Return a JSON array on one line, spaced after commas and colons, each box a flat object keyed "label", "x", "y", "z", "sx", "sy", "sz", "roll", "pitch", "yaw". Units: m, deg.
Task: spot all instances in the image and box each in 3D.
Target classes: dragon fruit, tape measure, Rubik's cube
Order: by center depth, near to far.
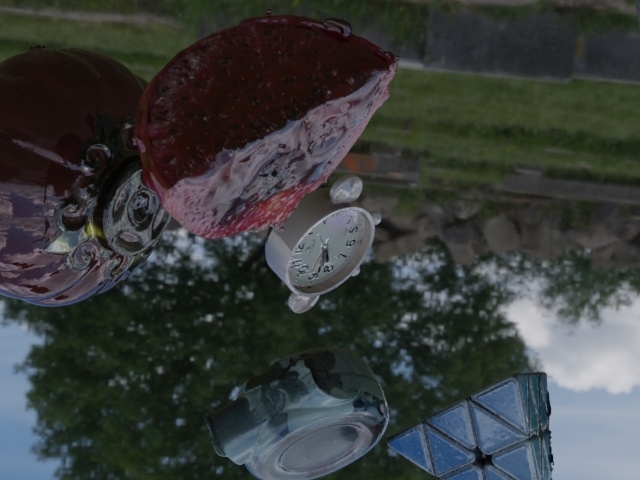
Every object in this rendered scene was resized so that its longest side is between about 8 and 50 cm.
[{"label": "dragon fruit", "x": -0.074, "y": -0.093, "z": 0.892, "sx": 0.262, "sy": 0.212, "sz": 0.134, "roll": -31, "pitch": -120, "yaw": -27}, {"label": "Rubik's cube", "x": 0.287, "y": 0.311, "z": 1.480, "sx": 0.233, "sy": 0.228, "sz": 0.229, "roll": 26, "pitch": -177, "yaw": -24}, {"label": "tape measure", "x": -0.024, "y": 0.283, "z": 1.526, "sx": 0.256, "sy": 0.147, "sz": 0.275, "roll": -32, "pitch": 145, "yaw": 12}]

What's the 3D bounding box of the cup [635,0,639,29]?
[{"label": "cup", "x": 0.489, "y": -0.182, "z": 1.080, "sx": 0.205, "sy": 0.205, "sz": 0.312, "roll": 12, "pitch": 146, "yaw": 34}]

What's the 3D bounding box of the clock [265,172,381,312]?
[{"label": "clock", "x": 0.000, "y": 0.000, "z": 1.284, "sx": 0.155, "sy": 0.229, "sz": 0.063, "roll": -9, "pitch": -138, "yaw": -41}]

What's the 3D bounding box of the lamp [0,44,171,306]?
[{"label": "lamp", "x": -0.299, "y": -0.073, "z": 1.079, "sx": 0.256, "sy": 0.303, "sz": 0.303, "roll": 20, "pitch": -166, "yaw": 27}]
